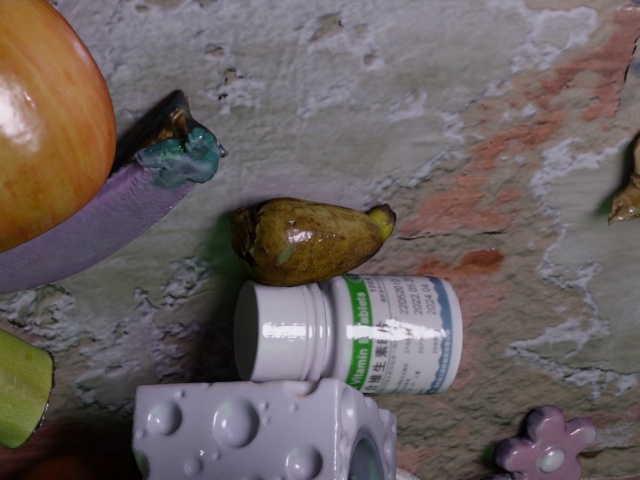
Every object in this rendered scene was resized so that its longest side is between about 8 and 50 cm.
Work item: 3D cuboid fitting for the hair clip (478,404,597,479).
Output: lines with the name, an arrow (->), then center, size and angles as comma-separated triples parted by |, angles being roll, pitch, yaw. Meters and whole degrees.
hair clip -> 0.254, 0.320, 2.052 | 0.146, 0.075, 0.257 | 33, 111, -30

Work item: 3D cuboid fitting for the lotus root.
lotus root -> 0.000, 0.000, 1.682 | 0.191, 0.094, 0.108 | -2, 165, -21

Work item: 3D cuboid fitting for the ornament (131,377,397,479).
ornament -> -0.057, 0.292, 1.727 | 0.240, 0.239, 0.240 | -3, 163, 18

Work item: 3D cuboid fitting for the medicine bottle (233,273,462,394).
medicine bottle -> 0.030, 0.104, 1.749 | 0.237, 0.139, 0.139 | 3, 129, -18

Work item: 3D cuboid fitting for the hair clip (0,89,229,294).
hair clip -> -0.241, -0.026, 1.607 | 0.359, 0.110, 0.095 | -35, 90, 21

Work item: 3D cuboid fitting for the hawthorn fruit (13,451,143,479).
hawthorn fruit -> -0.279, 0.374, 1.825 | 0.268, 0.267, 0.300 | 15, 116, -26

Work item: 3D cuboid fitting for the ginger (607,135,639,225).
ginger -> 0.427, -0.079, 1.755 | 0.214, 0.059, 0.133 | -4, 123, -14

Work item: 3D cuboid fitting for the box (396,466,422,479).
box -> 0.026, 0.313, 2.003 | 0.220, 0.032, 0.122 | 33, 115, -35

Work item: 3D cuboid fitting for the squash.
squash -> -0.382, 0.138, 1.677 | 0.123, 0.123, 0.187 | -40, 130, 19

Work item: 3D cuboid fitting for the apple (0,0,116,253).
apple -> -0.318, -0.117, 1.411 | 0.242, 0.242, 0.241 | -20, 120, 3
